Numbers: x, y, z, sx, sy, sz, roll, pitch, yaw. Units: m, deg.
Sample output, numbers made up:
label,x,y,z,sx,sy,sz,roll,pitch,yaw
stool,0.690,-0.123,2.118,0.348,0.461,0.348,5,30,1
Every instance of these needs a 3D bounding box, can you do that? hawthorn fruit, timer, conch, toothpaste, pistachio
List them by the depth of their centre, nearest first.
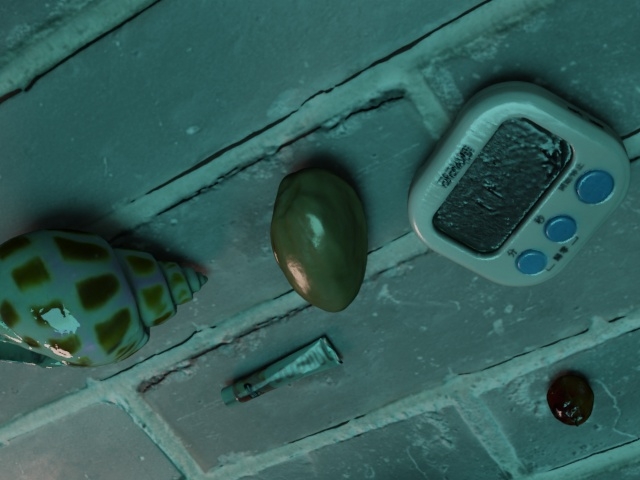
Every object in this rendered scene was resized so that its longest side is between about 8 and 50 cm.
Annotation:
label,x,y,z,sx,sy,sz,roll,pitch,yaw
timer,0.255,-0.072,1.229,0.237,0.087,0.262,28,121,-9
pistachio,0.000,0.000,1.300,0.135,0.136,0.226,-5,127,13
conch,-0.363,0.093,1.376,0.368,0.197,0.249,13,147,-3
hawthorn fruit,0.374,0.240,1.412,0.077,0.077,0.077,4,122,7
toothpaste,-0.065,0.212,1.493,0.205,0.036,0.056,-27,112,19
